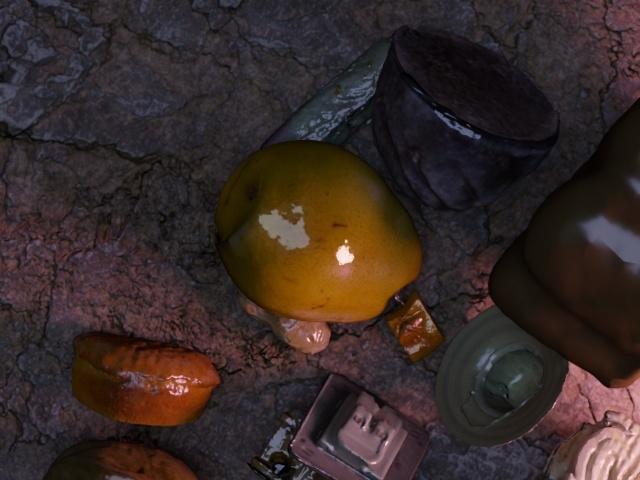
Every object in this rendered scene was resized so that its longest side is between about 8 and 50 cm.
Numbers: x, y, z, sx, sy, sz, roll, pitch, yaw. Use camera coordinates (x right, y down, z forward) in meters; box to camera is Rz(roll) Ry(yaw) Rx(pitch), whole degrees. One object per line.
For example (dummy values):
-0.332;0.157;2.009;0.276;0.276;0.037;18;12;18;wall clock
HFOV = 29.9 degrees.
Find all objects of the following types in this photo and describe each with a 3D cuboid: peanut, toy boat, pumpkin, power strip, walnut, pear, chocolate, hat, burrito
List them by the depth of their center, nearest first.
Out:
0.192;-0.164;1.849;0.303;0.303;0.213;32;122;4;chocolate
0.001;-0.007;1.857;0.336;0.285;0.285;15;93;-1;pear
0.073;0.304;1.889;0.198;0.213;0.064;30;130;3;power strip
0.312;0.227;1.905;0.252;0.252;0.110;-50;128;5;hat
0.098;0.431;1.911;0.445;0.162;0.136;34;92;4;toy boat
-0.323;0.431;1.917;0.283;0.227;0.283;14;132;15;walnut
0.034;-0.216;1.949;0.309;0.066;0.096;-40;82;5;burrito
-0.062;0.123;1.959;0.174;0.080;0.080;34;94;5;peanut
0.155;0.141;1.962;0.073;0.035;0.101;-35;86;3;pumpkin

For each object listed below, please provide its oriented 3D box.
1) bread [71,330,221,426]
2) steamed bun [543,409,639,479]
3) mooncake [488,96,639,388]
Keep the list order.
-0.300;0.230;1.960;0.260;0.134;0.129;11;93;5;bread
0.459;0.475;1.841;0.346;0.237;0.394;5;57;-20;steamed bun
0.464;-0.024;1.717;0.262;0.467;0.467;40;95;10;mooncake
